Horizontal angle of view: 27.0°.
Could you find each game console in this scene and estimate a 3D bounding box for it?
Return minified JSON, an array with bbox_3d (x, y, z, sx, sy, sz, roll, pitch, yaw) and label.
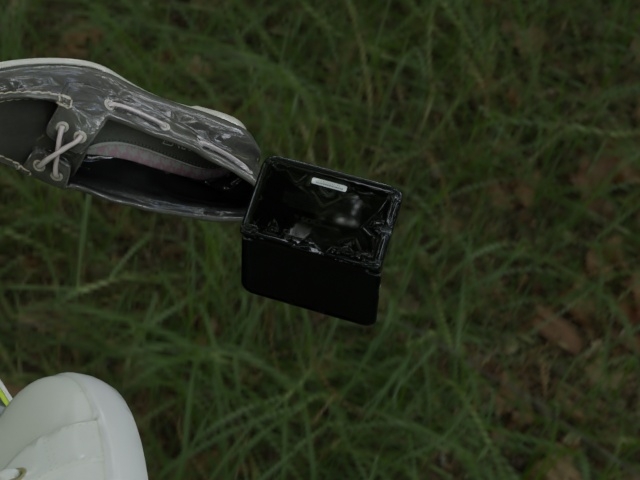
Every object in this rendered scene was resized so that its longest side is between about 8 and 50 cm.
[{"bbox_3d":[0.000,0.000,1.109,0.122,0.071,0.107,15,77,12],"label":"game console"}]

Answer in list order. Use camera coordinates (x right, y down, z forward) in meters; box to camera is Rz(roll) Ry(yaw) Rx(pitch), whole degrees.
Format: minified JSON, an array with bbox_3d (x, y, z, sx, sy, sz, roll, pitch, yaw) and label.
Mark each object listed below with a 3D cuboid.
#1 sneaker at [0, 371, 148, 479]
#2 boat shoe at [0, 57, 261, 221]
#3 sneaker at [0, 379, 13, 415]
[{"bbox_3d":[-0.145,0.148,0.494,0.123,0.106,0.290,36,36,-25],"label":"sneaker"},{"bbox_3d":[-0.185,-0.086,1.239,0.335,0.112,0.095,10,40,-41],"label":"boat shoe"},{"bbox_3d":[-0.343,0.199,1.292,0.300,0.111,0.121,37,12,8],"label":"sneaker"}]
